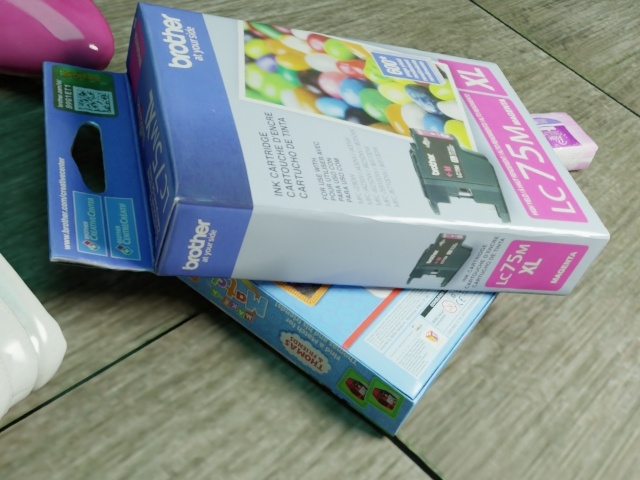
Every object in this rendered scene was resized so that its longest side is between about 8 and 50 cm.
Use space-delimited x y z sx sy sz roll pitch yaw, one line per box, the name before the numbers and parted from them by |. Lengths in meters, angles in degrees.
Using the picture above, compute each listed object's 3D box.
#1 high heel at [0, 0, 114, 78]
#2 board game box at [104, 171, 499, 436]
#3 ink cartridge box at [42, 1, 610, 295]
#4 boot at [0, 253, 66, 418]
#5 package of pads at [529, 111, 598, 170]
high heel | -0.283 -0.255 0.546 0.377 0.181 0.127 31 41 9
board game box | 0.000 0.000 0.513 0.211 0.039 0.160 36 42 13
ink cartridge box | -0.001 -0.057 0.500 0.311 0.065 0.185 2 44 -21
boot | -0.240 0.010 0.368 0.258 0.095 0.123 35 28 10
package of pads | 0.184 -0.080 0.691 0.083 0.032 0.050 -8 48 -31
